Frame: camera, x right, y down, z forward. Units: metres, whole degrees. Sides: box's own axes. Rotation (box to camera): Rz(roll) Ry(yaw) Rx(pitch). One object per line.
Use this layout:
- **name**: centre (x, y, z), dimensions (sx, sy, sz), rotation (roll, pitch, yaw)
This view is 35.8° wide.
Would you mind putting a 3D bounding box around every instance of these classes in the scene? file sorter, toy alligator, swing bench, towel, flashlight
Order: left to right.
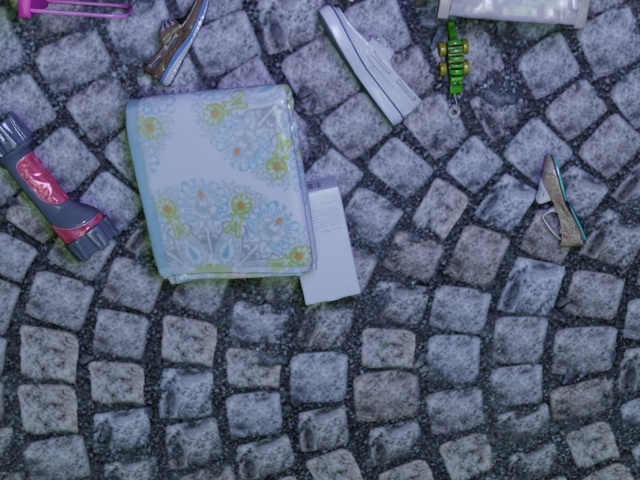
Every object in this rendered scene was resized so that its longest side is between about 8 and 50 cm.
- **flashlight**: centre (-0.509, -0.103, 1.866), dimensions (0.103, 0.103, 0.304), rotation (-40, 108, -19)
- **file sorter**: centre (-0.404, -0.529, 1.678), dimensions (0.182, 0.202, 0.290), rotation (2, 108, -8)
- **towel**: centre (-0.181, -0.099, 1.858), dimensions (0.321, 0.090, 0.374), rotation (-4, 111, 15)
- **toy alligator**: centre (0.257, -0.320, 1.889), dimensions (0.056, 0.051, 0.189), rotation (-6, 109, -3)
- **swing bench**: centre (0.315, -0.472, 1.737), dimensions (0.253, 0.254, 0.165), rotation (3, 108, -7)

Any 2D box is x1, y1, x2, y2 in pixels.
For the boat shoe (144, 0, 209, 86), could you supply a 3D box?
- **boat shoe**: centre (-0.265, -0.373, 1.814), dimensions (0.066, 0.066, 0.183), rotation (27, 104, -12)

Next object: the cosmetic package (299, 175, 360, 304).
- **cosmetic package**: centre (0.000, 0.000, 1.956), dimensions (0.117, 0.085, 0.231), rotation (-11, 111, -1)

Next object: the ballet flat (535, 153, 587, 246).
- **ballet flat**: centre (0.470, -0.072, 1.986), dimensions (0.067, 0.073, 0.206), rotation (-20, 106, 17)

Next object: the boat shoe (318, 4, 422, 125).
- **boat shoe**: centre (0.097, -0.339, 1.847), dimensions (0.088, 0.096, 0.267), rotation (-37, 109, 3)
